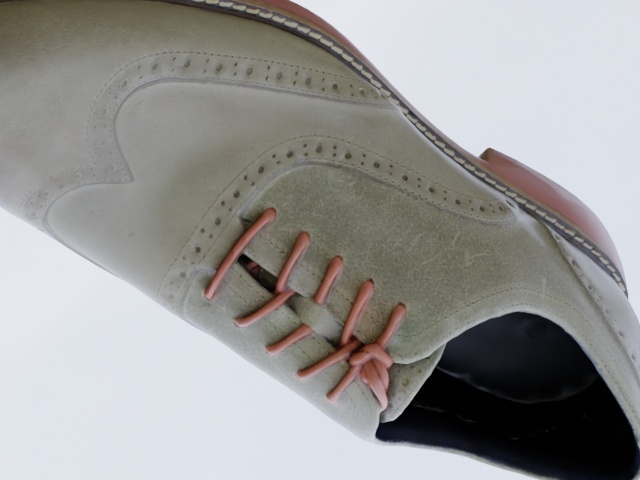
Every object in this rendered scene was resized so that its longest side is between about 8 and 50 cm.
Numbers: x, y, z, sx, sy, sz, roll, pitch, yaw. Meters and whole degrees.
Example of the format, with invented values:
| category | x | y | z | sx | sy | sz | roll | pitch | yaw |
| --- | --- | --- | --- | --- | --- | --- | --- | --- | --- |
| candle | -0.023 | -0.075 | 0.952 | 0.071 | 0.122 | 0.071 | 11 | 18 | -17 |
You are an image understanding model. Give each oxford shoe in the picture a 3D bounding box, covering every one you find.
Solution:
| category | x | y | z | sx | sy | sz | roll | pitch | yaw |
| --- | --- | --- | --- | --- | --- | --- | --- | --- | --- |
| oxford shoe | 0.000 | 0.000 | 0.752 | 0.123 | 0.348 | 0.130 | -54 | -149 | 26 |
